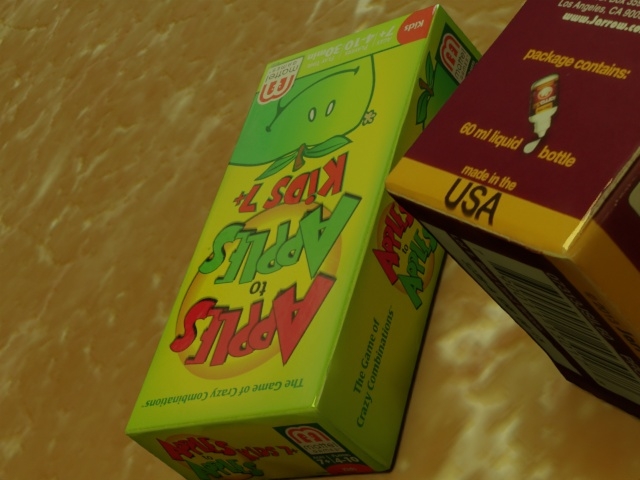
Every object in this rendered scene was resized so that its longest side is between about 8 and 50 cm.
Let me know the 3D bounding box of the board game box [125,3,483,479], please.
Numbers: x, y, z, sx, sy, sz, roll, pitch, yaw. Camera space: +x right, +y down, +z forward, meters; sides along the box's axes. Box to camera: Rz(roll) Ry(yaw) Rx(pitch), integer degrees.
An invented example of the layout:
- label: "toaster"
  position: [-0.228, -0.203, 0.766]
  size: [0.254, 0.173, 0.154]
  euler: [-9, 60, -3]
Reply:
- label: "board game box"
  position: [0.000, 0.000, 0.509]
  size: [0.092, 0.043, 0.181]
  euler: [-13, 46, 39]

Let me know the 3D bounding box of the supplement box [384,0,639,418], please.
- label: "supplement box"
  position: [0.122, -0.048, 0.376]
  size: [0.188, 0.104, 0.081]
  euler: [-52, 34, -9]
